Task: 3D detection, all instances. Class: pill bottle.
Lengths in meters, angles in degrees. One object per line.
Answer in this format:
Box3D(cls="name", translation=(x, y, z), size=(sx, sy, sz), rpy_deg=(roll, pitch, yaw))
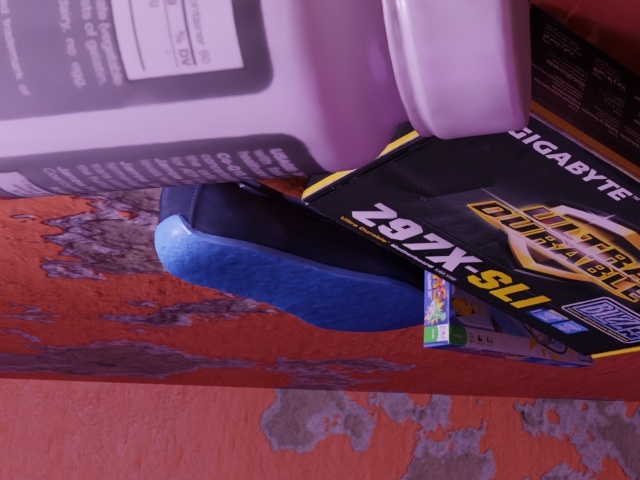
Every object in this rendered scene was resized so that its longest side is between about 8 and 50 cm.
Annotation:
Box3D(cls="pill bottle", translation=(-0.051, -0.106, 0.462), size=(0.283, 0.161, 0.161), rpy_deg=(-3, 164, 16))

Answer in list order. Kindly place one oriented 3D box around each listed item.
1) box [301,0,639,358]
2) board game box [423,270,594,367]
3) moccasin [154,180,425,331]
Box3D(cls="box", translation=(0.184, -0.020, 0.750), size=(0.322, 0.079, 0.257), rpy_deg=(28, 157, -21))
Box3D(cls="board game box", translation=(0.182, 0.044, 0.948), size=(0.201, 0.136, 0.035), rpy_deg=(11, 163, -36))
Box3D(cls="moccasin", translation=(0.000, 0.000, 0.943), size=(0.138, 0.117, 0.342), rpy_deg=(-24, 148, 32))
